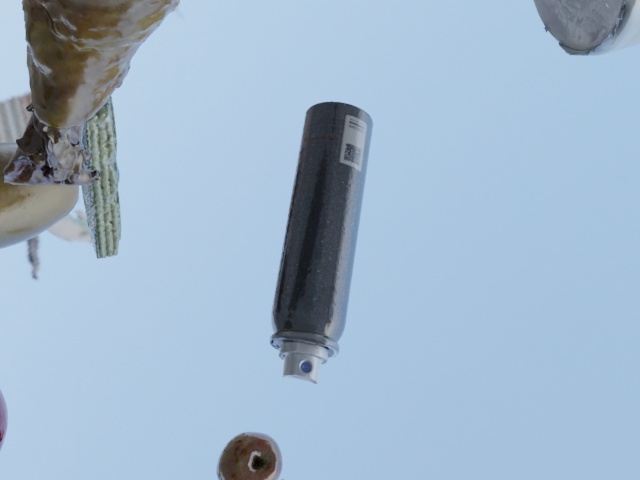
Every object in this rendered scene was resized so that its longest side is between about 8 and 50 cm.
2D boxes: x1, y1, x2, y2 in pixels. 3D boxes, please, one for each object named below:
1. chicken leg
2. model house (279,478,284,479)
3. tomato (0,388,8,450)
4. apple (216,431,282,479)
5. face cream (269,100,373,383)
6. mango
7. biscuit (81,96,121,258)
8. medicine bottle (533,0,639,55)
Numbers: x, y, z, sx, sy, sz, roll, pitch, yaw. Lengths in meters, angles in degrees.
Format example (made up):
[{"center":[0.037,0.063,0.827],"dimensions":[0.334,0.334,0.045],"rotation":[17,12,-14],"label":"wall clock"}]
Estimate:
[{"center":[-0.204,-0.229,0.717],"dimensions":[0.295,0.409,0.182],"rotation":[21,-150,-4],"label":"chicken leg"},{"center":[-0.077,0.336,1.292],"dimensions":[0.057,0.058,0.083],"rotation":[-11,-156,-20],"label":"model house"},{"center":[-0.336,0.162,0.726],"dimensions":[0.187,0.187,0.151],"rotation":[-38,-123,2],"label":"tomato"},{"center":[-0.089,0.279,1.168],"dimensions":[0.071,0.084,0.084],"rotation":[-22,-130,61],"label":"apple"},{"center":[0.000,0.000,0.926],"dimensions":[0.073,0.073,0.284],"rotation":[0,-114,21],"label":"face cream"},{"center":[-0.382,-0.042,1.020],"dimensions":[0.138,0.253,0.113],"rotation":[23,-62,33],"label":"mango"},{"center":[-0.297,-0.111,1.260],"dimensions":[0.052,0.252,0.150],"rotation":[-7,-137,-17],"label":"biscuit"},{"center":[0.483,-0.389,1.263],"dimensions":[0.378,0.214,0.214],"rotation":[-18,-122,-20],"label":"medicine bottle"}]
